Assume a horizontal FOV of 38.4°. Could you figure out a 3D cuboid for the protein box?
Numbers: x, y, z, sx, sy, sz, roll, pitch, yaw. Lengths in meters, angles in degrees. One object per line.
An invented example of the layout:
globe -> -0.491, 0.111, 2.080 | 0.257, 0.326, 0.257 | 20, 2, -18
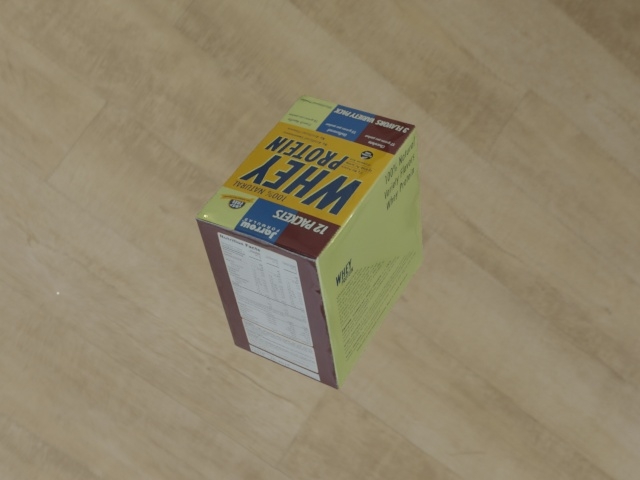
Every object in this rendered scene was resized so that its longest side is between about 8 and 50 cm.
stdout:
protein box -> 0.000, 0.000, 0.946 | 0.136, 0.201, 0.200 | 19, 53, 25
